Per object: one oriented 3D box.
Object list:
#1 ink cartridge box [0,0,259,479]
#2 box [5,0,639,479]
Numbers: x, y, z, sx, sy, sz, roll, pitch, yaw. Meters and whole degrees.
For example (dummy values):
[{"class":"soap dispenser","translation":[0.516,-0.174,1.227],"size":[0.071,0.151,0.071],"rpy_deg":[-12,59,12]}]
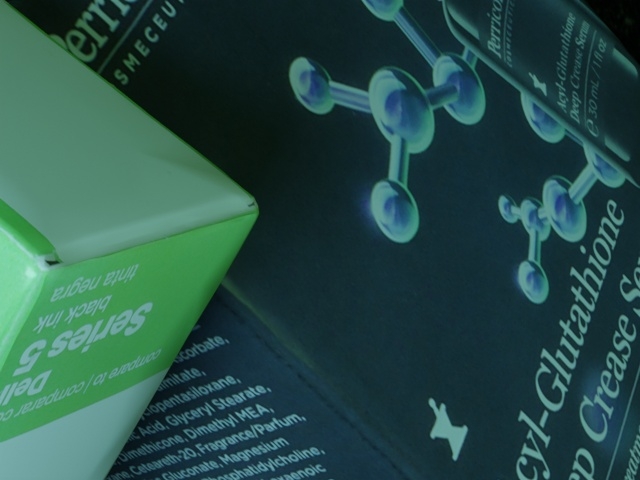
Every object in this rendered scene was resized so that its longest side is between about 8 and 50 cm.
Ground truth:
[{"class":"ink cartridge box","translation":[-0.177,0.047,0.470],"size":[0.198,0.273,0.115],"rpy_deg":[38,23,15]},{"class":"box","translation":[0.000,0.000,0.709],"size":[0.395,0.212,0.293],"rpy_deg":[44,48,-21]}]
